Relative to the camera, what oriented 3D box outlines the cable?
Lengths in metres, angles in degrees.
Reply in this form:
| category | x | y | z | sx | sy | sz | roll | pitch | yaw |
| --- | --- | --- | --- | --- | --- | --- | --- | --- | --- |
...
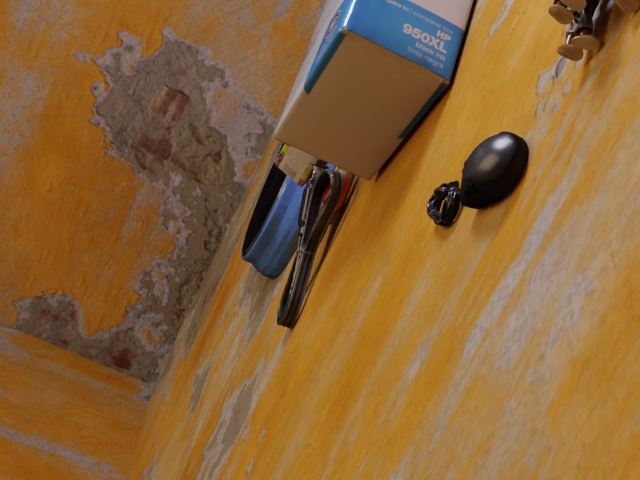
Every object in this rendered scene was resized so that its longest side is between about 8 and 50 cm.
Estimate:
| category | x | y | z | sx | sy | sz | roll | pitch | yaw |
| --- | --- | --- | --- | --- | --- | --- | --- | --- | --- |
| cable | 0.000 | 0.000 | 1.865 | 0.139 | 0.072 | 0.287 | 164 | 117 | -68 |

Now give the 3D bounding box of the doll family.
| category | x | y | z | sx | sy | sz | roll | pitch | yaw |
| --- | --- | --- | --- | --- | --- | --- | --- | --- | --- |
| doll family | 0.240 | -0.242 | 0.970 | 0.193 | 0.076 | 0.111 | -42 | 21 | 58 |

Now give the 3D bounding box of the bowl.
| category | x | y | z | sx | sy | sz | roll | pitch | yaw |
| --- | --- | --- | --- | --- | --- | --- | --- | --- | --- |
| bowl | -0.052 | -0.117 | 2.324 | 0.391 | 0.077 | 0.391 | -157 | 90 | -81 |

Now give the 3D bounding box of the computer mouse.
| category | x | y | z | sx | sy | sz | roll | pitch | yaw |
| --- | --- | --- | --- | --- | --- | --- | --- | --- | --- |
| computer mouse | 0.141 | -0.060 | 1.160 | 0.242 | 0.041 | 0.071 | 143 | 148 | -74 |

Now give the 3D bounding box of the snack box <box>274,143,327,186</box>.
| category | x | y | z | sx | sy | sz | roll | pitch | yaw |
| --- | --- | --- | --- | --- | --- | --- | --- | --- | --- |
| snack box | 0.028 | -0.208 | 1.935 | 0.174 | 0.070 | 0.207 | -45 | -9 | -41 |

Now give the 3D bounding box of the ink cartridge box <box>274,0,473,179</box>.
| category | x | y | z | sx | sy | sz | roll | pitch | yaw |
| --- | --- | --- | --- | --- | --- | --- | --- | --- | --- |
| ink cartridge box | 0.101 | -0.332 | 1.682 | 0.285 | 0.166 | 0.395 | 129 | 162 | -58 |
